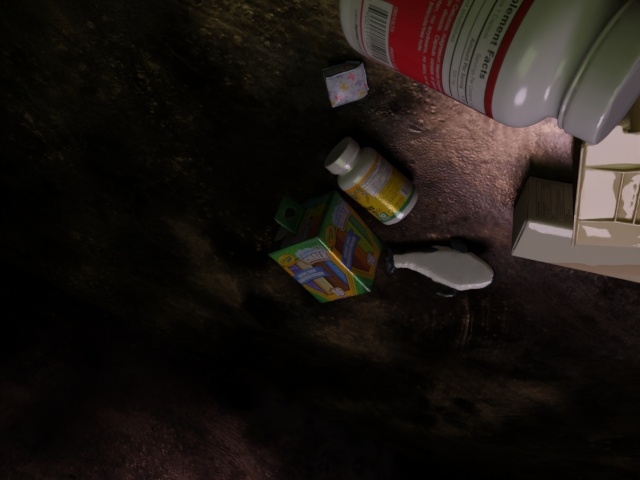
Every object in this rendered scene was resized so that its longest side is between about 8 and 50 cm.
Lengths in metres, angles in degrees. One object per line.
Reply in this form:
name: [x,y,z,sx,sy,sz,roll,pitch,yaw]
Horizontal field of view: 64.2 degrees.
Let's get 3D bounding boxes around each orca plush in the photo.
orca plush: [0.320,0.082,1.355,0.287,0.151,0.102,-7,165,26]

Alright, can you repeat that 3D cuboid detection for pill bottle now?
pill bottle: [0.243,-0.303,0.717,0.408,0.229,0.229,37,148,26]
pill bottle: [0.114,-0.139,1.171,0.208,0.117,0.117,37,138,-21]

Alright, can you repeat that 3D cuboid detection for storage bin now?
storage bin: [0.500,-0.161,0.864,0.123,0.262,0.260,3,138,23]

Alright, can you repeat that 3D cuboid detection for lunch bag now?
lunch bag: [0.052,-0.321,1.037,0.083,0.053,0.071,-16,133,3]

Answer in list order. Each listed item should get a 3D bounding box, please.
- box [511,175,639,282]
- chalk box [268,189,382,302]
box: [0.581,-0.022,1.085,0.311,0.148,0.121,14,141,11]
chalk box: [0.000,0.000,1.333,0.179,0.180,0.289,-18,129,38]
